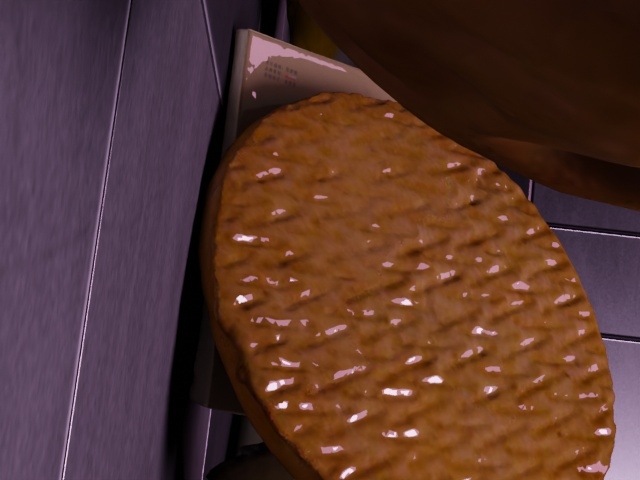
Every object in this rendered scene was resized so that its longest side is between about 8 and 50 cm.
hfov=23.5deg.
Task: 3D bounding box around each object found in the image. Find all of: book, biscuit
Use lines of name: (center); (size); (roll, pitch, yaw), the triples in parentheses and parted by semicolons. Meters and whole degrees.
book: (0.000, 0.000, 0.817); (0.016, 0.138, 0.198); (-8, -108, 49)
biscuit: (0.045, 0.042, 0.770); (0.037, 0.262, 0.262); (-36, -144, 42)

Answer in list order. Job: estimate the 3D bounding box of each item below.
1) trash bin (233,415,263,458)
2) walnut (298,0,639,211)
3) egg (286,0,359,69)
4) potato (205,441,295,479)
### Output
trash bin: (-0.019, 0.235, 1.191); (0.247, 0.121, 0.243); (-79, 176, -52)
walnut: (0.152, -0.158, 0.429); (0.354, 0.398, 0.308); (-123, -152, -84)
egg: (0.102, -0.235, 1.062); (0.337, 0.201, 0.337); (-174, -90, -73)
potato: (0.016, 0.252, 0.767); (0.229, 0.229, 0.266); (95, 1, -55)
